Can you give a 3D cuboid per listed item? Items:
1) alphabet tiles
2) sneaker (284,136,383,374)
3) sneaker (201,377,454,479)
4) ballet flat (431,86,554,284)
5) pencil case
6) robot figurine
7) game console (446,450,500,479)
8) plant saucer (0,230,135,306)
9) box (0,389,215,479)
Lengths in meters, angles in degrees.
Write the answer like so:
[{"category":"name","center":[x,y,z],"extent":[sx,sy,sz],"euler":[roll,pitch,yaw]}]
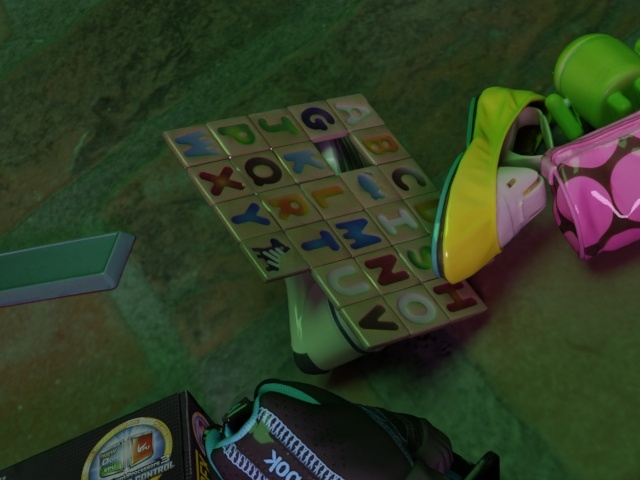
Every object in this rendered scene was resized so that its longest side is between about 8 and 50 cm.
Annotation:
[{"category":"alphabet tiles","center":[0.018,-0.019,1.136],"extent":[0.198,0.009,0.237],"euler":[-15,55,-36]},{"category":"sneaker","center":[0.000,0.000,1.202],"extent":[0.091,0.094,0.258],"euler":[-29,35,19]},{"category":"sneaker","center":[0.003,0.134,0.916],"extent":[0.125,0.139,0.341],"euler":[-50,1,-7]},{"category":"ballet flat","center":[0.142,-0.051,1.155],"extent":[0.077,0.077,0.231],"euler":[0,36,17]},{"category":"pencil case","center":[0.263,-0.066,1.078],"extent":[0.209,0.098,0.095],"euler":[-26,39,11]},{"category":"robot figurine","center":[0.231,-0.124,1.185],"extent":[0.101,0.067,0.115],"euler":[-34,38,-2]},{"category":"game console","center":[0.057,0.183,0.993],"extent":[0.071,0.107,0.122],"euler":[37,75,21]},{"category":"plant saucer","center":[-0.268,0.028,1.424],"extent":[0.192,0.018,0.067],"euler":[-10,44,29]},{"category":"box","center":[-0.198,0.254,1.106],"extent":[0.270,0.060,0.216],"euler":[-24,40,13]}]
